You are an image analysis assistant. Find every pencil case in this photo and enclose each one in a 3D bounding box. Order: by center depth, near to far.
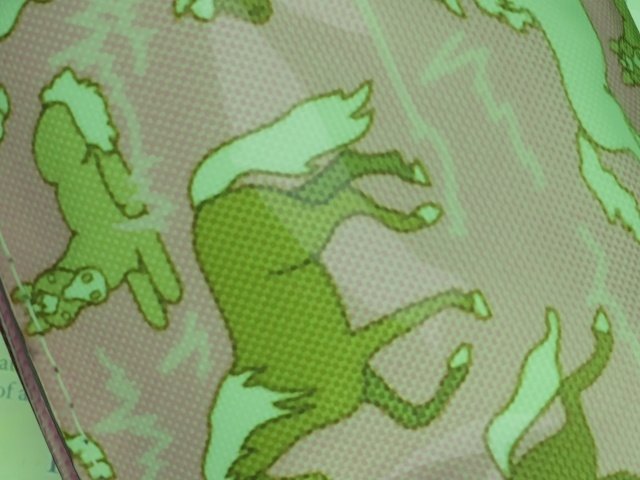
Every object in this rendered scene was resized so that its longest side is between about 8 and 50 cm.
[{"bbox_3d":[0.000,0.000,0.376,0.160,0.167,0.386,-23,88,33],"label":"pencil case"}]

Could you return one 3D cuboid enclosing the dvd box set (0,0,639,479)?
[{"bbox_3d":[-0.039,0.073,0.477,0.307,0.062,0.420,7,87,-3],"label":"dvd box set"}]
